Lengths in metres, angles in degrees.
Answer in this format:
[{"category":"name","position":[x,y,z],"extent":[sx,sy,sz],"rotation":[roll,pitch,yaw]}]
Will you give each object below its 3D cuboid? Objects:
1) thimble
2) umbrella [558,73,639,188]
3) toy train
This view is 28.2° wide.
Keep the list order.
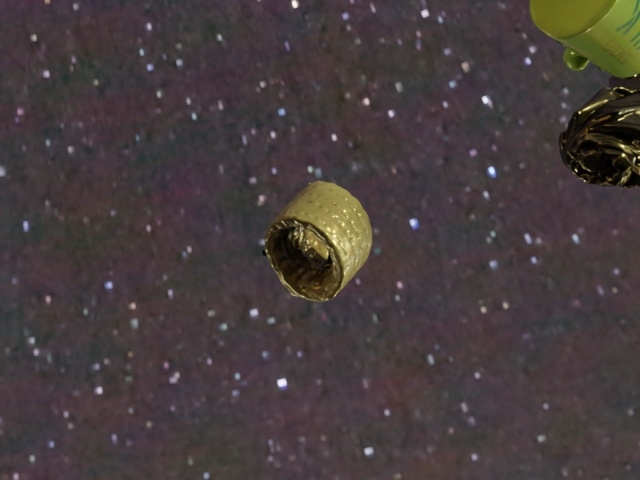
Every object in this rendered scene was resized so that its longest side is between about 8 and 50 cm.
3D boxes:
[{"category":"thimble","position":[0.000,0.000,1.426],"extent":[0.102,0.090,0.115],"rotation":[18,-50,21]},{"category":"umbrella","position":[0.376,-0.173,1.526],"extent":[0.118,0.340,0.118],"rotation":[16,-50,20]},{"category":"toy train","position":[0.254,-0.210,1.066],"extent":[0.157,0.105,0.253],"rotation":[-55,-22,14]}]
